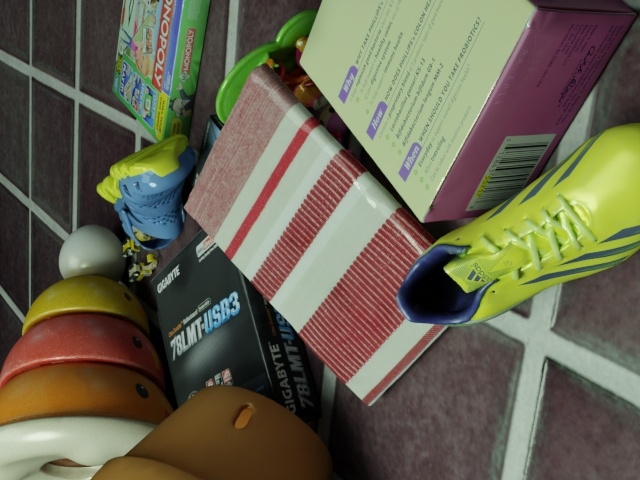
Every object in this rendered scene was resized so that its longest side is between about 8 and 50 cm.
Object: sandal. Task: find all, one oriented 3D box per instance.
[{"bbox_3d":[-0.237,-0.065,1.356,0.138,0.126,0.317,64,163,-2],"label":"sandal"}]

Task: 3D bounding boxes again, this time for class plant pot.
[{"bbox_3d":[-0.117,0.310,1.099,0.291,0.203,0.290,20,141,17],"label":"plant pot"}]

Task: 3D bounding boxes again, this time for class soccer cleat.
[{"bbox_3d":[0.167,0.004,0.751,0.289,0.121,0.093,-41,71,53],"label":"soccer cleat"}]

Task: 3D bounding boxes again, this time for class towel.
[{"bbox_3d":[0.000,0.000,1.003,0.329,0.037,0.237,47,136,12],"label":"towel"}]

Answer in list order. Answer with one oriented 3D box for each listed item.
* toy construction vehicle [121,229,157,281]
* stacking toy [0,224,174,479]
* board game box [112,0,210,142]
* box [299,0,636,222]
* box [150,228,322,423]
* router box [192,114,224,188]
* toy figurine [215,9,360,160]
[{"bbox_3d":[-0.305,0.022,1.573,0.098,0.035,0.085,-45,47,47],"label":"toy construction vehicle"},{"bbox_3d":[-0.394,0.176,1.544,0.350,0.351,0.479,-47,40,49],"label":"stacking toy"},{"bbox_3d":[-0.241,-0.330,1.402,0.213,0.046,0.317,46,131,45],"label":"board game box"},{"bbox_3d":[0.113,-0.176,0.820,0.243,0.117,0.213,56,138,35],"label":"box"},{"bbox_3d":[-0.131,0.140,1.289,0.295,0.073,0.293,-36,66,53],"label":"box"},{"bbox_3d":[-0.133,-0.100,1.279,0.092,0.038,0.122,51,135,41],"label":"router box"},{"bbox_3d":[-0.009,-0.146,1.048,0.173,0.130,0.159,-49,66,19],"label":"toy figurine"}]
